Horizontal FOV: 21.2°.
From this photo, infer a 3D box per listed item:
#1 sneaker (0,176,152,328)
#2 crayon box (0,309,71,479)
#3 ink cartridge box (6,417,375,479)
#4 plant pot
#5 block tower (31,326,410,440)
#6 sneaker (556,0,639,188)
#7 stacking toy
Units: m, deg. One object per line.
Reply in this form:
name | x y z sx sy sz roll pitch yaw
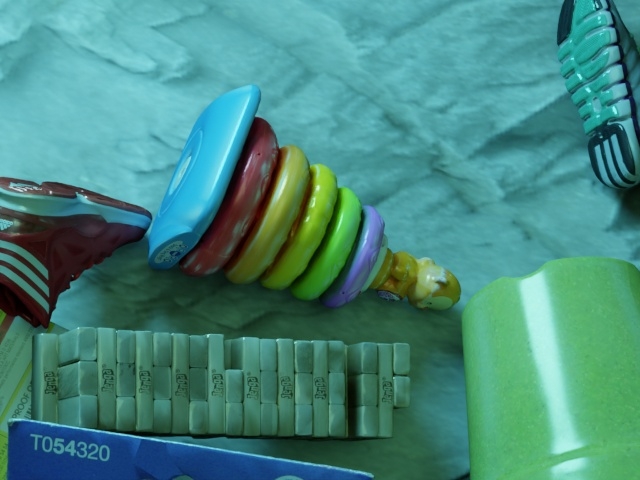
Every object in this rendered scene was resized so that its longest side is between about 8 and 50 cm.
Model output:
sneaker | -0.241 0.015 1.567 0.087 0.221 0.128 17 93 28
crayon box | -0.362 0.131 1.552 0.319 0.081 0.202 27 71 0
ink cartridge box | -0.128 0.331 1.404 0.324 0.071 0.330 6 104 14
plant pot | 0.238 0.164 1.555 0.276 0.276 0.254 -5 62 -10
block tower | -0.085 0.132 1.534 0.335 0.097 0.091 4 80 -24
sneaker | 0.312 -0.160 1.756 0.098 0.083 0.223 -3 77 -31
stacking toy | 0.000 0.000 1.627 0.302 0.175 0.165 26 65 -14
